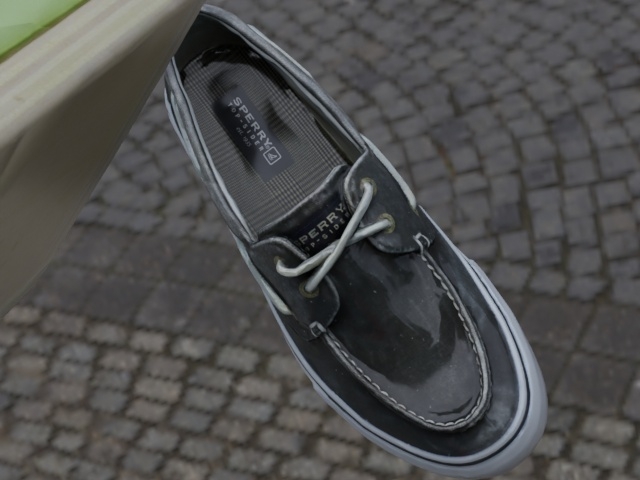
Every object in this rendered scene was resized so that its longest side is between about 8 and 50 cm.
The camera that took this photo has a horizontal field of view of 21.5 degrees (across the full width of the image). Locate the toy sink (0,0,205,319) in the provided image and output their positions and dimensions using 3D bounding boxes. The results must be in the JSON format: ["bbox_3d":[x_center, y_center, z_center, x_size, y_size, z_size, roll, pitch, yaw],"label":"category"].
[{"bbox_3d":[-0.148,-0.028,0.377,0.153,0.131,0.234,36,31,1],"label":"toy sink"}]

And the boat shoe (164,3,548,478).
[{"bbox_3d":[0.000,0.000,0.984,0.121,0.119,0.335,-41,68,0],"label":"boat shoe"}]
